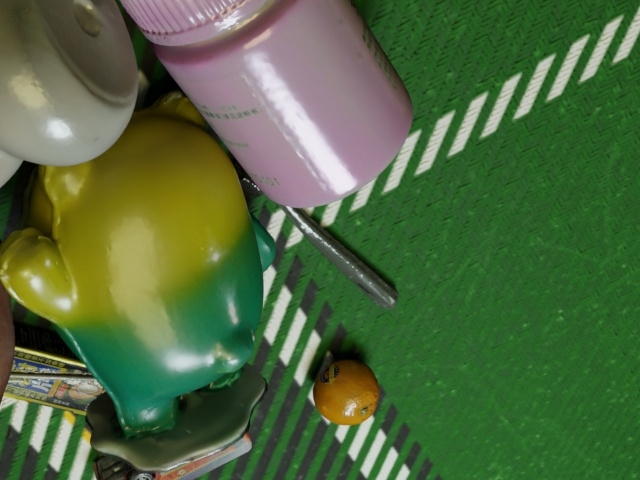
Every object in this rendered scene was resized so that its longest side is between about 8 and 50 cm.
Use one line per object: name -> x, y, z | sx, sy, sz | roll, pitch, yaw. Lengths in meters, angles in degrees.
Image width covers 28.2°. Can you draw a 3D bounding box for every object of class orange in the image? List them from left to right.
orange -> 0.032, 0.184, 1.535 | 0.083, 0.083, 0.084 | -10, 127, -13

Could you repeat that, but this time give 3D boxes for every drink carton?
drink carton -> -0.308, 0.140, 1.397 | 0.165, 0.056, 0.071 | 17, 115, -29

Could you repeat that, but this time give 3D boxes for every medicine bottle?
medicine bottle -> -0.051, -0.184, 1.172 | 0.178, 0.178, 0.291 | -33, 128, 6

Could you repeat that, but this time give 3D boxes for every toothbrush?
toothbrush -> 0.000, 0.000, 1.422 | 0.030, 0.031, 0.297 | -21, 136, 30

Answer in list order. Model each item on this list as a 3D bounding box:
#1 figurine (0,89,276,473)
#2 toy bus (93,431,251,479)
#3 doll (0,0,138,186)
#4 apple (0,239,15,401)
figurine -> -0.164, 0.032, 1.245 | 0.323, 0.231, 0.340 | -35, 128, -39
toy bus -> -0.175, 0.256, 1.528 | 0.192, 0.065, 0.077 | -27, 140, 1
doll -> -0.274, -0.136, 1.060 | 0.221, 0.251, 0.221 | -4, 145, -3
apple -> -0.405, 0.082, 1.176 | 0.235, 0.306, 0.306 | -2, 126, -24
